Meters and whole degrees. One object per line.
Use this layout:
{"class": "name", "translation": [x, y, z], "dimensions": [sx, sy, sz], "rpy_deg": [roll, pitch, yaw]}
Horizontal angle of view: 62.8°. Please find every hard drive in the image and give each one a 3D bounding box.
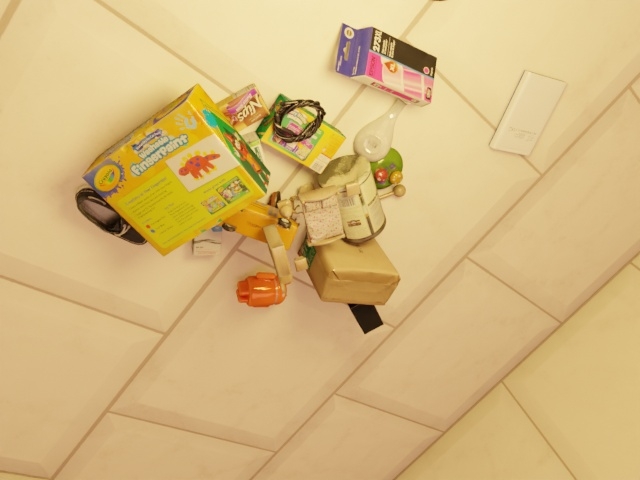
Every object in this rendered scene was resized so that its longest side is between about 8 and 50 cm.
{"class": "hard drive", "translation": [0.841, -0.510, 2.132], "dimensions": [0.210, 0.040, 0.319], "rpy_deg": [5, 121, -24]}

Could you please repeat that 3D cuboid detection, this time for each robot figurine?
{"class": "robot figurine", "translation": [-0.234, 0.206, 2.163], "dimensions": [0.219, 0.128, 0.158], "rpy_deg": [-1, 92, -20]}

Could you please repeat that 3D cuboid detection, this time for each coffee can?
{"class": "coffee can", "translation": [0.124, -0.156, 1.992], "dimensions": [0.201, 0.202, 0.275], "rpy_deg": [-25, 131, -3]}

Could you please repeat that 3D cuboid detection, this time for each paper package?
{"class": "paper package", "translation": [0.102, 0.091, 2.084], "dimensions": [0.309, 0.325, 0.168], "rpy_deg": [7, 123, -26]}

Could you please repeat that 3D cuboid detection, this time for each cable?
{"class": "cable", "translation": [-0.067, -0.400, 1.755], "dimensions": [0.184, 0.047, 0.151], "rpy_deg": [-12, 125, -14]}

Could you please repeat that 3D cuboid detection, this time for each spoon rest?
{"class": "spoon rest", "translation": [0.234, -0.414, 1.940], "dimensions": [0.137, 0.084, 0.276], "rpy_deg": [35, 114, -5]}

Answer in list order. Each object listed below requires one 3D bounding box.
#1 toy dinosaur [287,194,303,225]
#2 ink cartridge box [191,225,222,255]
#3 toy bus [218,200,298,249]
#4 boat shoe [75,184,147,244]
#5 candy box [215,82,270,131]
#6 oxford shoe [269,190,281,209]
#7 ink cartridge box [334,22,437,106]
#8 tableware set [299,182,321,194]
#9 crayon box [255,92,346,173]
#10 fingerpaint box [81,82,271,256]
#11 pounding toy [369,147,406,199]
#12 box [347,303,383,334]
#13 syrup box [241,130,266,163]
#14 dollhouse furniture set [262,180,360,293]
{"class": "toy dinosaur", "translation": [-0.125, -0.088, 2.044], "dimensions": [0.092, 0.053, 0.183], "rpy_deg": [26, 87, -33]}
{"class": "ink cartridge box", "translation": [-0.430, -0.003, 1.986], "dimensions": [0.104, 0.060, 0.180], "rpy_deg": [-2, 123, -20]}
{"class": "toy bus", "translation": [-0.250, -0.080, 1.893], "dimensions": [0.332, 0.130, 0.108], "rpy_deg": [20, 112, -10]}
{"class": "boat shoe", "translation": [-0.717, -0.065, 1.814], "dimensions": [0.114, 0.091, 0.302], "rpy_deg": [-42, 127, 11]}
{"class": "candy box", "translation": [-0.275, -0.431, 1.756], "dimensions": [0.186, 0.053, 0.109], "rpy_deg": [-28, 128, 1]}
{"class": "oxford shoe", "translation": [-0.203, -0.094, 2.009], "dimensions": [0.076, 0.076, 0.212], "rpy_deg": [21, 108, 11]}
{"class": "ink cartridge box", "translation": [0.228, -0.596, 1.775], "dimensions": [0.370, 0.069, 0.176], "rpy_deg": [13, 82, -26]}
{"class": "tableware set", "translation": [-0.007, -0.182, 2.044], "dimensions": [0.168, 0.020, 0.141], "rpy_deg": [-25, 133, -12]}
{"class": "crayon box", "translation": [-0.067, -0.373, 1.856], "dimensions": [0.278, 0.081, 0.165], "rpy_deg": [26, 111, -32]}
{"class": "fingerpaint box", "translation": [-0.447, -0.211, 1.672], "dimensions": [0.444, 0.163, 0.371], "rpy_deg": [-29, 119, 20]}
{"class": "pounding toy", "translation": [0.259, -0.240, 2.053], "dimensions": [0.182, 0.110, 0.237], "rpy_deg": [-20, 127, -7]}
{"class": "box", "translation": [0.156, 0.243, 2.251], "dimensions": [0.103, 0.261, 0.184], "rpy_deg": [-30, 128, 1]}
{"class": "syrup box", "translation": [-0.318, -0.285, 1.812], "dimensions": [0.236, 0.096, 0.093], "rpy_deg": [-21, 126, -7]}
{"class": "dollhouse furniture set", "translation": [0.000, 0.000, 1.800], "dimensions": [0.355, 0.174, 0.303], "rpy_deg": [-16, 122, -7]}
